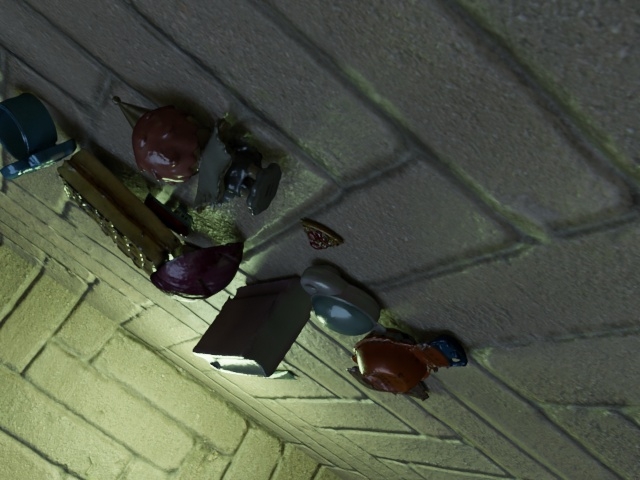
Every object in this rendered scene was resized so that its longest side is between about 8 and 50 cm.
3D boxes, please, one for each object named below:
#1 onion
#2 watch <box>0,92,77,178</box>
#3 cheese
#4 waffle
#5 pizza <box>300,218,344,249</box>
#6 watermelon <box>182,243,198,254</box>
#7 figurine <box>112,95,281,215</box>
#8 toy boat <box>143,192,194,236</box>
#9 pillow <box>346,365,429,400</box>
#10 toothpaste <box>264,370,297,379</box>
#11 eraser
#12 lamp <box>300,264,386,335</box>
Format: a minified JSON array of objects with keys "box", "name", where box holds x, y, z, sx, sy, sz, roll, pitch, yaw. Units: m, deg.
[{"box":[-0.306,0.094,1.753,0.247,0.250,0.111,-32,73,49],"name":"onion"},{"box":[-0.749,-0.279,1.702,0.211,0.211,0.193,-9,111,55],"name":"watch"},{"box":[0.217,0.301,1.683,0.217,0.129,0.329,42,141,-25],"name":"cheese"},{"box":[-0.541,-0.061,1.803,0.376,0.114,0.261,44,164,2],"name":"waffle"},{"box":[0.006,-0.004,1.478,0.099,0.029,0.100,14,150,32],"name":"pizza"},{"box":[-0.373,0.070,2.014,0.187,0.071,0.139,50,144,-17],"name":"watermelon"},{"box":[-0.265,-0.179,1.339,0.387,0.166,0.207,27,121,16],"name":"figurine"},{"box":[-0.412,-0.075,1.797,0.173,0.058,0.069,32,156,16],"name":"toy boat"},{"box":[0.209,0.430,2.021,0.248,0.049,0.135,4,145,39],"name":"pillow"},{"box":[-0.169,0.547,2.690,0.056,0.036,0.205,45,149,-22],"name":"toothpaste"},{"box":[-0.188,0.244,1.867,0.122,0.272,0.359,42,153,-19],"name":"eraser"},{"box":[0.043,0.161,1.646,0.246,0.108,0.179,45,148,-25],"name":"lamp"}]
